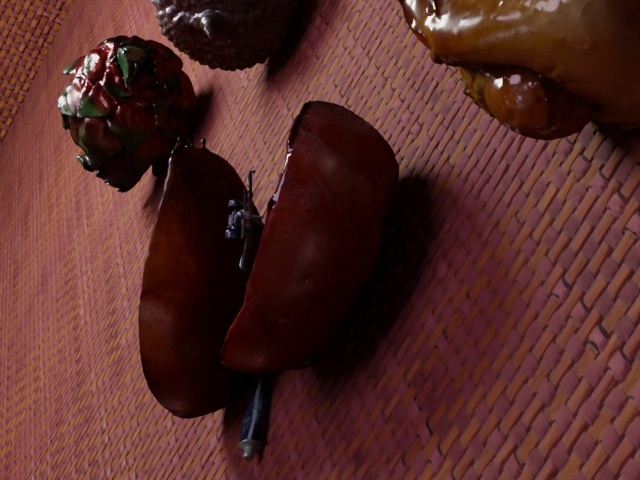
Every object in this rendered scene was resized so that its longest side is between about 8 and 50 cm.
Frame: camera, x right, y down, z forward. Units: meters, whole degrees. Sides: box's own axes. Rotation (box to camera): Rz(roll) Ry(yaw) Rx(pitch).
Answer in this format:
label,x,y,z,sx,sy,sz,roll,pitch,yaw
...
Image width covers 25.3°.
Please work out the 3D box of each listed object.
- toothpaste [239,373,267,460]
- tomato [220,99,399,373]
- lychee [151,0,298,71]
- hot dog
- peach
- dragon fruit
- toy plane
label,x,y,z,sx,sy,sz,roll,pitch,yaw
toothpaste,-0.055,0.149,1.194,0.027,0.019,0.083,110,172,-45
tomato,0.004,0.000,1.101,0.228,0.101,0.228,-163,90,-89
lychee,-0.105,-0.263,1.561,0.165,0.165,0.197,-48,5,39
hot dog,0.137,-0.159,0.890,0.153,0.150,0.256,-40,32,33
peach,-0.083,0.035,1.216,0.189,0.068,0.279,-58,-27,-44
dragon fruit,-0.246,-0.167,1.797,0.189,0.182,0.182,-39,29,16
toy plane,-0.058,-0.014,1.108,0.083,0.031,0.078,114,162,-81
